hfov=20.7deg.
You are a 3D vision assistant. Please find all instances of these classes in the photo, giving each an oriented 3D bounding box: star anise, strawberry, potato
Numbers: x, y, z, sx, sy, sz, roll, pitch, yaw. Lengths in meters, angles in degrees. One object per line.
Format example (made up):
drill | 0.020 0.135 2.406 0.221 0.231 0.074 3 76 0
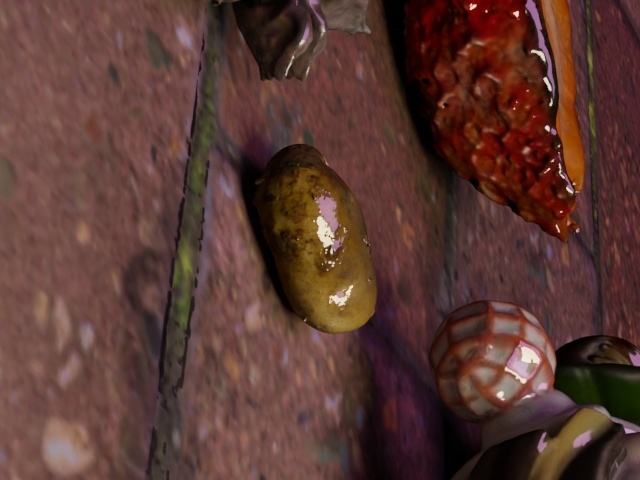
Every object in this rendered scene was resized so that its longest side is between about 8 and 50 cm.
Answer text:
star anise | -0.013 -0.117 0.730 0.129 0.056 0.124 43 40 -52
strawberry | 0.089 -0.101 0.917 0.140 0.085 0.192 -65 142 -66
potato | 0.000 0.000 0.719 0.051 0.040 0.083 -50 123 -55

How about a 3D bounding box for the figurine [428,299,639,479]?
figurine | 0.128 0.149 0.796 0.281 0.167 0.370 52 19 -7
